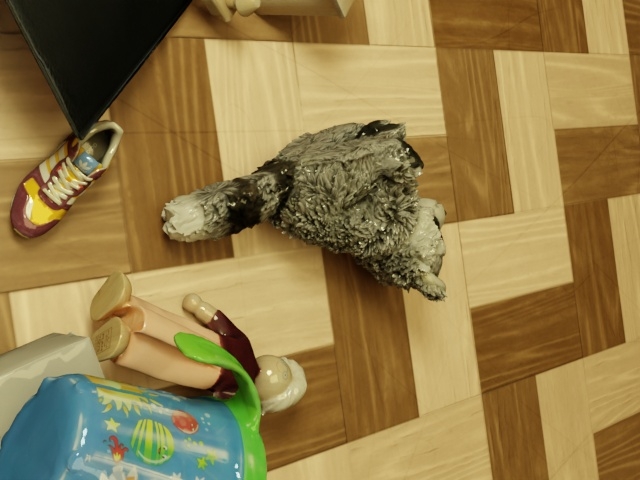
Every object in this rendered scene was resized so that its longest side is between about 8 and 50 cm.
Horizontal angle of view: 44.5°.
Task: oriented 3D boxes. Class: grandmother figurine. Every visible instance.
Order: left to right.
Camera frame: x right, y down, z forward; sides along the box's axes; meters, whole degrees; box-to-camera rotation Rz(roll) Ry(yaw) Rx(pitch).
[{"bbox_3d":[-0.152,0.168,1.080,0.342,0.104,0.208,27,52,-40],"label":"grandmother figurine"}]

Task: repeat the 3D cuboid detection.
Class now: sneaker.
[{"bbox_3d":[-0.324,-0.084,0.999,0.069,0.084,0.185,41,63,-27],"label":"sneaker"}]

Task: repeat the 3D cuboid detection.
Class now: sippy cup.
[{"bbox_3d":[-0.215,0.254,0.845,0.224,0.240,0.306,34,58,-38],"label":"sippy cup"}]

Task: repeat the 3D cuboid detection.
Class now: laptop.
[{"bbox_3d":[-0.376,-0.398,0.947,0.407,0.236,0.382,25,46,-5],"label":"laptop"}]

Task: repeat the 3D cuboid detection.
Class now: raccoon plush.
[{"bbox_3d":[0.000,0.000,1.227,0.446,0.216,0.299,-17,113,-8],"label":"raccoon plush"}]

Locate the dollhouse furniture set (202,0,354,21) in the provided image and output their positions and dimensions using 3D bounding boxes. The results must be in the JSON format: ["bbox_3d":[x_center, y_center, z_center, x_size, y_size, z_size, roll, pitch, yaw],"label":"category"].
[{"bbox_3d":[-0.068,-0.493,1.086,0.303,0.173,0.355,-64,147,-23],"label":"dollhouse furniture set"}]

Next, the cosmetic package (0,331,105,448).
[{"bbox_3d":[-0.380,0.197,0.910,0.238,0.127,0.107,-20,100,-35],"label":"cosmetic package"}]
